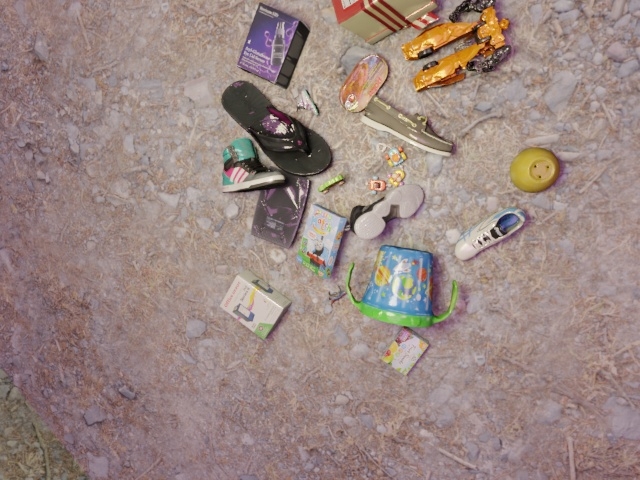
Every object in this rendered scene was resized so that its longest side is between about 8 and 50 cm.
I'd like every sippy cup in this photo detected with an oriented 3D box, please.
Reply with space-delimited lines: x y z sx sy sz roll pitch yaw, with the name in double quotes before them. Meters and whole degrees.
"sippy cup" 0.253 0.134 1.281 0.305 0.240 0.224 8 91 -24

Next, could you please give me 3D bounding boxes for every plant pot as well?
"plant pot" 0.625 -0.202 1.172 0.134 0.095 0.135 3 100 15

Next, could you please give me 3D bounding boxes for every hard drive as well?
"hard drive" -0.138 -0.116 1.429 0.171 0.054 0.255 20 103 12

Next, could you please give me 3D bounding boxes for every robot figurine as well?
"robot figurine" 0.396 -0.561 1.185 0.290 0.085 0.211 -19 94 19

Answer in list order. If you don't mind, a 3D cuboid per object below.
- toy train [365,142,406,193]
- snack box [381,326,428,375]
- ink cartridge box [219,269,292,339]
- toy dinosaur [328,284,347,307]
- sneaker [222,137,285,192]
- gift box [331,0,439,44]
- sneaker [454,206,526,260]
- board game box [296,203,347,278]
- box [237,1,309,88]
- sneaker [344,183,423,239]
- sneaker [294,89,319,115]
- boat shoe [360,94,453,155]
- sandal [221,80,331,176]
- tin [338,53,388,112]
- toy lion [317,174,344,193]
"toy train" 0.212 -0.227 1.314 0.125 0.046 0.167 12 102 14
"snack box" 0.289 0.376 1.396 0.100 0.037 0.141 33 106 7
"ink cartridge box" -0.239 0.233 1.498 0.212 0.093 0.154 36 107 10
"toy dinosaur" 0.069 0.187 1.439 0.082 0.047 0.090 -8 130 9
"sneaker" -0.234 -0.257 1.371 0.295 0.123 0.179 1 96 42
"gift box" 0.187 -0.718 1.125 0.276 0.258 0.256 -10 95 32
"sneaker" 0.510 -0.020 1.242 0.237 0.086 0.085 -39 89 20
"board game box" 0.000 0.000 1.375 0.160 0.039 0.212 30 108 47
"box" -0.152 -0.625 1.321 0.153 0.108 0.207 27 106 11
"sneaker" 0.194 -0.101 1.312 0.268 0.153 0.101 -33 108 -16
"sneaker" -0.052 -0.445 1.361 0.069 0.038 0.098 -32 80 20
"boat shoe" 0.271 -0.349 1.244 0.304 0.109 0.091 28 111 14
"sandal" -0.159 -0.369 1.346 0.445 0.107 0.168 38 88 7
"tin" 0.138 -0.496 1.296 0.106 0.040 0.190 41 108 10
"toy lion" 0.033 -0.187 1.346 0.100 0.096 0.034 -27 91 19
